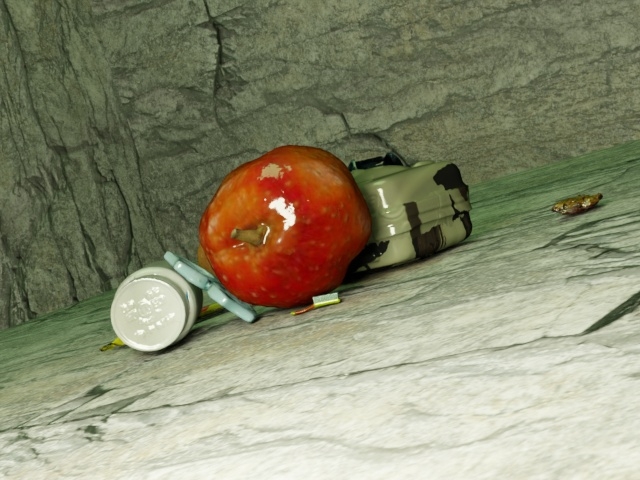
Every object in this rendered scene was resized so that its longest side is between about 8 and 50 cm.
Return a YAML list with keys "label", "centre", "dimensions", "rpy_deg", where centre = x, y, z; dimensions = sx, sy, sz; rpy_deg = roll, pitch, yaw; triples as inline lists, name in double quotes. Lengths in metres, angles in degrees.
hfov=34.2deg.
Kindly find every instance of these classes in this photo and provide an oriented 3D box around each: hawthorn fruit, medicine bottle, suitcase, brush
- label: "hawthorn fruit"
  centre: [-0.073, -0.019, 1.688]
  dimensions: [0.287, 0.287, 0.330]
  rpy_deg: [-16, -1, 19]
- label: "medicine bottle"
  centre: [-0.280, 0.111, 1.792]
  dimensions: [0.144, 0.143, 0.258]
  rpy_deg: [-17, 2, -2]
- label: "suitcase"
  centre: [0.110, -0.046, 1.990]
  dimensions: [0.352, 0.193, 0.339]
  rpy_deg: [-13, 3, 45]
- label: "brush"
  centre: [-0.010, 0.101, 1.662]
  dimensions: [0.083, 0.021, 0.019]
  rpy_deg: [-17, 0, 7]

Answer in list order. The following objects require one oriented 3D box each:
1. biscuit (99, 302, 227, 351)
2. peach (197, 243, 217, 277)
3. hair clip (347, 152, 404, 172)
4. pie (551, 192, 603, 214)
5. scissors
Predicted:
- label: "biscuit"
  centre: [-0.281, 0.161, 1.990]
  dimensions: [0.292, 0.026, 0.048]
  rpy_deg: [-19, -15, -29]
- label: "peach"
  centre: [-0.165, 0.006, 2.217]
  dimensions: [0.233, 0.232, 0.232]
  rpy_deg: [-17, 4, 1]
- label: "hair clip"
  centre: [0.131, -0.088, 2.463]
  dimensions: [0.195, 0.206, 0.310]
  rpy_deg: [-12, -1, -5]
- label: "pie"
  centre: [0.468, -0.066, 1.891]
  dimensions: [0.092, 0.034, 0.170]
  rpy_deg: [-18, -3, 22]
- label: "scissors"
  centre: [-0.160, 0.091, 1.869]
  dimensions: [0.029, 0.191, 0.360]
  rpy_deg: [-56, -13, 2]
